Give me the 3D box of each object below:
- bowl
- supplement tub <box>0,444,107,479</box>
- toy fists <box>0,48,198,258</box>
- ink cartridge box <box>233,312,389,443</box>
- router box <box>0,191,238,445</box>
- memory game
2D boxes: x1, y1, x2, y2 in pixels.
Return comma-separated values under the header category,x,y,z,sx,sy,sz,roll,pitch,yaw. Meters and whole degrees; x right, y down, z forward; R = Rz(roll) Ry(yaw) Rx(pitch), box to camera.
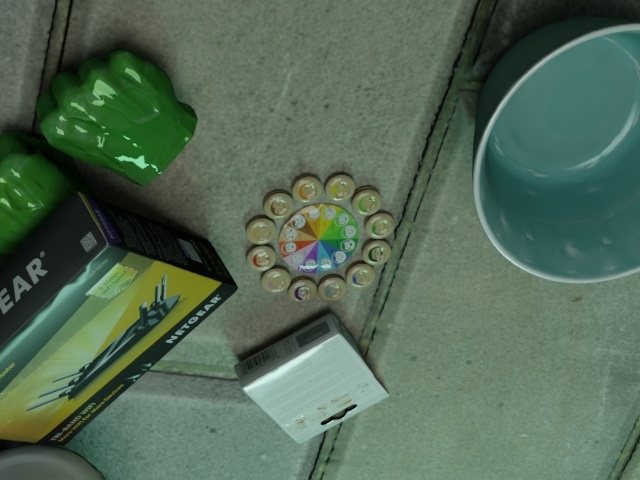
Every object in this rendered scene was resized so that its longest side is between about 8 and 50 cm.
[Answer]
category,x,y,z,sx,sy,sz,roll,pitch,yaw
bowl,0.297,-0.125,1.360,0.312,0.163,0.311,-6,123,-9
supplement tub,-0.345,0.429,1.524,0.207,0.207,0.338,-7,135,-8
toy fists,-0.270,-0.090,1.300,0.279,0.096,0.142,-42,136,15
ink cartridge box,-0.008,0.180,1.572,0.145,0.045,0.179,-29,141,6
router box,-0.279,0.100,1.363,0.309,0.081,0.243,-42,151,15
memory game,0.000,0.000,1.464,0.186,0.012,0.186,-6,123,-9
